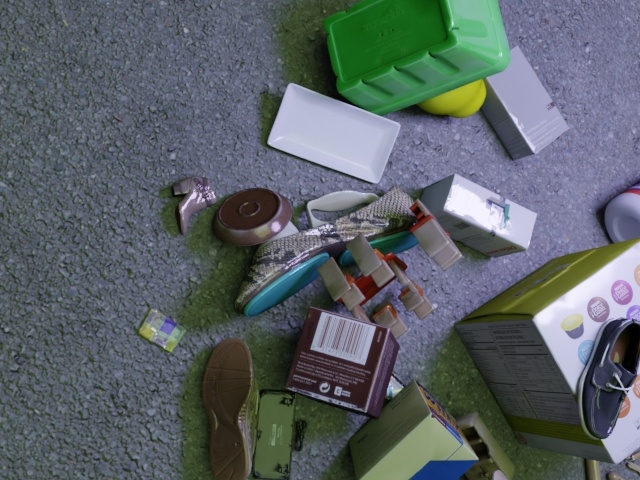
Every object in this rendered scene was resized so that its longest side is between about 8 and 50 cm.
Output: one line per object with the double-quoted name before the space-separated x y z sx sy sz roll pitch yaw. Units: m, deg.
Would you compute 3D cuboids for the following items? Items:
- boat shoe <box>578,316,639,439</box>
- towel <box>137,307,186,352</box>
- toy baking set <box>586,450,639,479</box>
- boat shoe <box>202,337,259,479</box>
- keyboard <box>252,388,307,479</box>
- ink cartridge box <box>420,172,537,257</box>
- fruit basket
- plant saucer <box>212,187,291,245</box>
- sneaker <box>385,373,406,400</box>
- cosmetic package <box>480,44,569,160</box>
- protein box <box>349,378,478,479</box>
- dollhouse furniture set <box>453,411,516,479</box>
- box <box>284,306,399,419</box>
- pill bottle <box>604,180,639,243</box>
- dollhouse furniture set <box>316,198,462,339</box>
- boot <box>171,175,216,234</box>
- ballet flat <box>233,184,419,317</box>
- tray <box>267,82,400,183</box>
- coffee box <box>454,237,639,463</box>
"boat shoe" 0.539 0.254 1.392 0.084 0.079 0.233 22 79 -13
"towel" -0.322 0.182 1.525 0.083 0.009 0.060 35 73 -10
"toy baking set" 0.715 0.559 1.781 0.196 0.030 0.256 3 81 -17
"boat shoe" -0.177 0.341 1.516 0.104 0.089 0.285 0 79 9
"keyboard" -0.081 0.403 1.562 0.108 0.023 0.180 6 81 -10
"ink cartridge box" 0.345 -0.051 1.687 0.219 0.160 0.093 24 76 -14
"fruit basket" 0.237 -0.412 1.647 0.392 0.392 0.283 -11 86 -18
"plant saucer" -0.144 -0.056 1.545 0.168 0.029 0.168 -6 43 6
"sneaker" 0.131 0.317 1.629 0.161 0.057 0.075 45 89 -8
"cosmetic package" 0.464 -0.326 1.794 0.127 0.107 0.238 -36 97 -16
"protein box" 0.180 0.421 1.516 0.200 0.201 0.136 -44 98 4
"dollhouse furniture set" 0.287 0.502 1.563 0.161 0.212 0.242 54 41 -5
"box" 0.050 0.248 1.501 0.168 0.203 0.167 13 76 16
"pill bottle" 0.867 -0.095 1.843 0.323 0.181 0.181 -31 92 -19
"dollhouse furniture set" 0.146 0.053 1.541 0.259 0.262 0.135 -40 51 11
"boot" -0.260 -0.076 1.567 0.087 0.042 0.118 -10 92 -26
"ballet flat" 0.000 0.000 1.593 0.483 0.164 0.182 -23 68 -24
"tray" 0.029 -0.236 1.665 0.270 0.030 0.145 18 103 -14
"coffee box" 0.563 0.228 1.619 0.337 0.338 0.334 -30 91 -18
